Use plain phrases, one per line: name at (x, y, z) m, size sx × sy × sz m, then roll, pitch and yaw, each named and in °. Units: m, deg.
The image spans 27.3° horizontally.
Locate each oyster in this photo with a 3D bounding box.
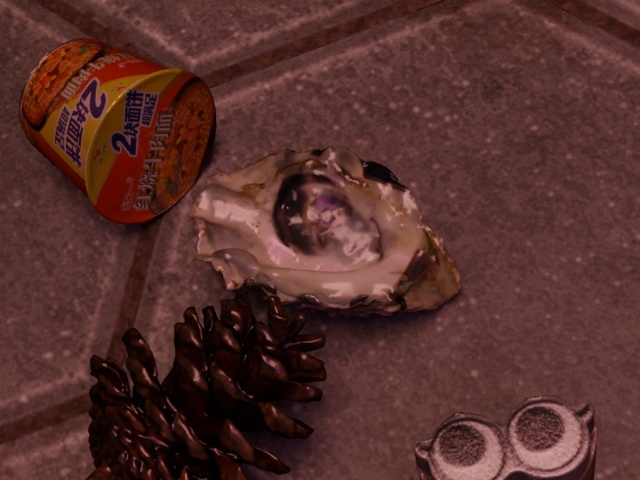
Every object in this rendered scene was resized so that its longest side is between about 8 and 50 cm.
oyster at (0.000, 0.001, 1.577) m, size 0.351 × 0.114 × 0.237 m, roll 17°, pitch 58°, yaw 13°

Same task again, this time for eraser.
eraser at (0.191, 0.251, 1.299) m, size 0.171 × 0.290 × 0.087 m, roll -15°, pitch 60°, yaw 2°

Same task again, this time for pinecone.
pinecone at (-0.128, 0.183, 1.429) m, size 0.309 × 0.244 × 0.244 m, roll -32°, pitch 61°, yaw -16°

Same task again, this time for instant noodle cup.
instant noodle cup at (-0.263, -0.149, 1.659) m, size 0.174 × 0.213 × 0.213 m, roll 32°, pitch 72°, yaw 33°

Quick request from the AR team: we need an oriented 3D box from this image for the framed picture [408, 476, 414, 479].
framed picture at (0.089, 0.345, 1.340) m, size 0.011 × 0.183 × 0.142 m, roll -9°, pitch 57°, yaw -27°
